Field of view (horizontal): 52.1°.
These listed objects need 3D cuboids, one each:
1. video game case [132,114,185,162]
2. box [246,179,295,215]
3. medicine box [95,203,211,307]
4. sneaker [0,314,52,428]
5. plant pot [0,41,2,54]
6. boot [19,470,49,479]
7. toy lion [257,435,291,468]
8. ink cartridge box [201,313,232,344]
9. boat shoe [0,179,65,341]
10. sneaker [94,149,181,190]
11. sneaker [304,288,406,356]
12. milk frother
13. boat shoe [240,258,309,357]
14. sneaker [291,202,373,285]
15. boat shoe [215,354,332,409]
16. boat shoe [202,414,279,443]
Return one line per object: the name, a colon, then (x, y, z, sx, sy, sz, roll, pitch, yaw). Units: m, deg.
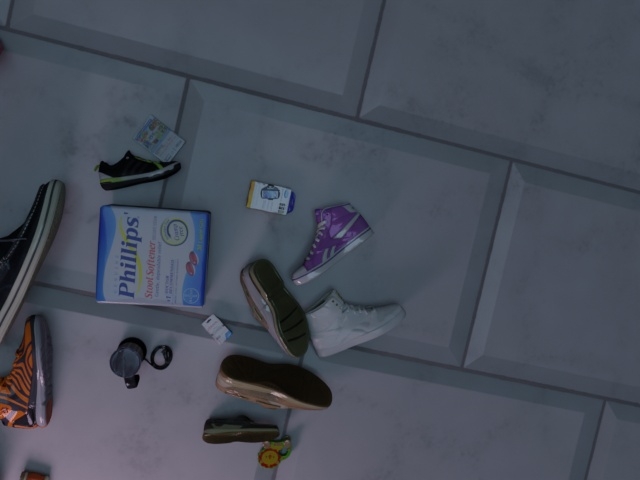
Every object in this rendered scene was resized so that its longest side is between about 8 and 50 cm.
video game case: (-0.457, -0.285, 1.853, 0.122, 0.011, 0.087, 38, 89, -9)
box: (-0.143, -0.122, 1.902, 0.136, 0.028, 0.081, 12, 92, -11)
medicine box: (-0.456, 0.040, 1.807, 0.289, 0.149, 0.264, 3, 93, -9)
sneaker: (-0.837, 0.363, 1.786, 0.180, 0.124, 0.321, 1, 94, -9)
plant pot: (-0.964, -0.501, 1.685, 0.180, 0.201, 0.201, -36, 98, 12)
boot: (-0.815, 0.738, 1.851, 0.084, 0.059, 0.158, 10, 91, -14)
toy lion: (-0.138, 0.635, 1.954, 0.100, 0.034, 0.096, 0, 101, -8)
ink cartridge box: (-0.302, 0.256, 1.903, 0.048, 0.028, 0.083, -42, 99, -4)
boat shoe: (-0.828, 0.054, 1.740, 0.156, 0.187, 0.500, 27, 95, -15)
sneaker: (-0.509, -0.206, 1.813, 0.234, 0.084, 0.097, -13, 93, -5)
sneaker: (0.095, 0.210, 1.918, 0.292, 0.108, 0.169, -23, 100, -5)
milk frother: (-0.498, 0.330, 1.827, 0.143, 0.135, 0.129, -27, 98, -6)
boat shoe: (-0.133, 0.199, 1.886, 0.113, 0.103, 0.302, -26, 93, -41)
sneaker: (0.000, 0.000, 1.901, 0.282, 0.102, 0.161, -39, 95, -15)
boat shoe: (-0.135, 0.430, 1.908, 0.341, 0.122, 0.110, 19, 128, -6)
boat shoe: (-0.231, 0.545, 1.909, 0.223, 0.080, 0.073, -2, 50, -5)
